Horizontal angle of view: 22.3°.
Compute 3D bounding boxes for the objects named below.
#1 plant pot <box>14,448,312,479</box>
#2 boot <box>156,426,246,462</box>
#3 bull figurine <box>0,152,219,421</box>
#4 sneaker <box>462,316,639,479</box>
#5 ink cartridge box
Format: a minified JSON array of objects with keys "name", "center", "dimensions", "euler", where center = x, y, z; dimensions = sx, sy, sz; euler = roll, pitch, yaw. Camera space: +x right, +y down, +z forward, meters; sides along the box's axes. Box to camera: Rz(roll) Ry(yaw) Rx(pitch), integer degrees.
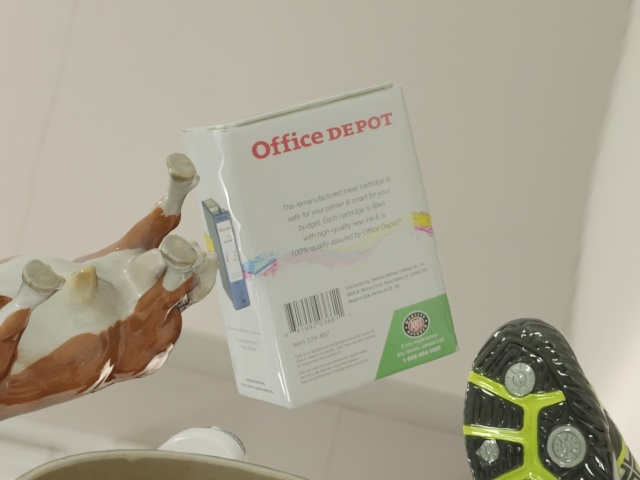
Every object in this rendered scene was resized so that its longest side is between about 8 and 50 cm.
[{"name":"plant pot","center":[-0.062,0.277,0.766],"dimensions":[0.256,0.256,0.274],"euler":[-131,56,-64]},{"name":"boot","center":[-0.110,0.201,1.544],"dimensions":[0.086,0.069,0.190],"euler":[-36,6,-39]},{"name":"bull figurine","center":[-0.187,0.054,0.972],"dimensions":[0.101,0.310,0.188],"euler":[50,128,15]},{"name":"sneaker","center":[0.256,0.257,1.568],"dimensions":[0.145,0.147,0.385],"euler":[-25,81,24]},{"name":"ink cartridge box","center":[0.000,0.000,1.222],"dimensions":[0.093,0.154,0.212],"euler":[6,110,62]}]
